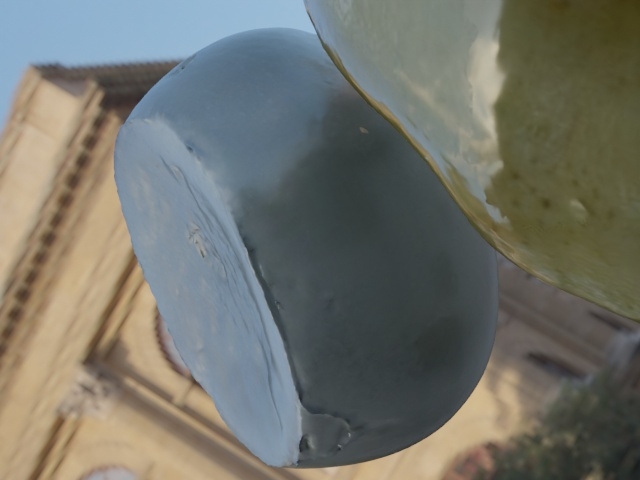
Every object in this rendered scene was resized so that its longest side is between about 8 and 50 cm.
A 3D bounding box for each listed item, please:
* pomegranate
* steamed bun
[{"bbox_3d":[0.150,-0.135,0.582,0.332,0.332,0.332,-52,-18,-24],"label":"pomegranate"},{"bbox_3d":[0.000,0.000,1.208,0.206,0.324,0.324,-24,-30,-20],"label":"steamed bun"}]
